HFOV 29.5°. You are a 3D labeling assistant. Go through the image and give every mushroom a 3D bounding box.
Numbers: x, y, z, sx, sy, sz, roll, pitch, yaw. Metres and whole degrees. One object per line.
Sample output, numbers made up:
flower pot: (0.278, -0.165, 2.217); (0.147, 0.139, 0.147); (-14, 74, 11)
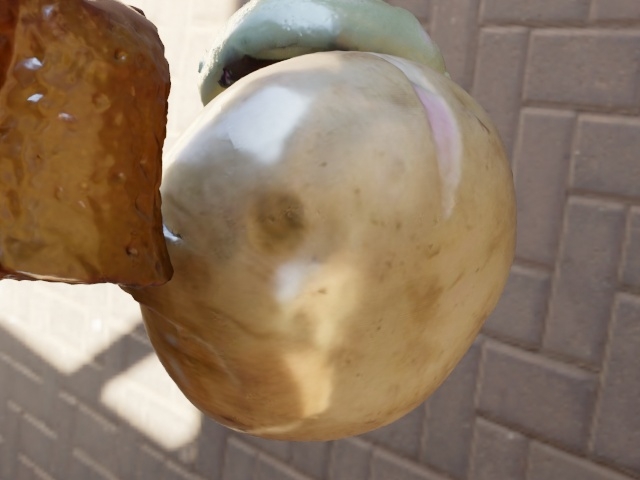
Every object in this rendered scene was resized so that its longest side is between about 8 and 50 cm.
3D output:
mushroom: (0.000, 0.000, 0.706); (0.184, 0.255, 0.255); (60, 138, 42)

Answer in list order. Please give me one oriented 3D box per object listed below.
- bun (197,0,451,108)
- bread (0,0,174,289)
bun: (0.018, -0.184, 1.382); (0.293, 0.293, 0.187); (-42, 22, 51)
bread: (-0.183, -0.061, 0.506); (0.232, 0.246, 0.135); (26, 101, 66)
